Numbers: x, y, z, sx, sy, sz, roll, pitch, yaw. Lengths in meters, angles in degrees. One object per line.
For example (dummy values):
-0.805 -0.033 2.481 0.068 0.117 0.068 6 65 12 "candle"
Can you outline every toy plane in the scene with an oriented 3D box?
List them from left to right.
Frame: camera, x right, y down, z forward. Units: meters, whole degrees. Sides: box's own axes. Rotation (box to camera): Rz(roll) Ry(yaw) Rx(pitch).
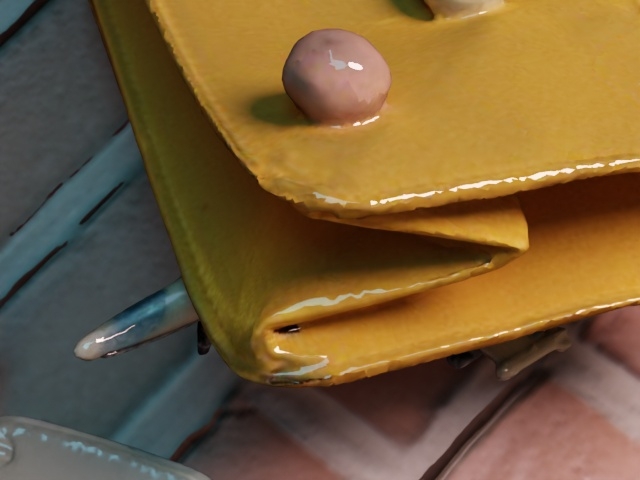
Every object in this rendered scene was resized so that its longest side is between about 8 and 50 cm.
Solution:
-0.003 0.007 0.799 0.262 0.088 0.192 -28 65 -29 "toy plane"

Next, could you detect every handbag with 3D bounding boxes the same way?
0.046 -0.130 0.799 0.283 0.133 0.401 -9 44 -16 "handbag"

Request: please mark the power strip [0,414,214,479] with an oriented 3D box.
-0.097 0.214 0.720 0.194 0.059 0.265 16 65 11 "power strip"
